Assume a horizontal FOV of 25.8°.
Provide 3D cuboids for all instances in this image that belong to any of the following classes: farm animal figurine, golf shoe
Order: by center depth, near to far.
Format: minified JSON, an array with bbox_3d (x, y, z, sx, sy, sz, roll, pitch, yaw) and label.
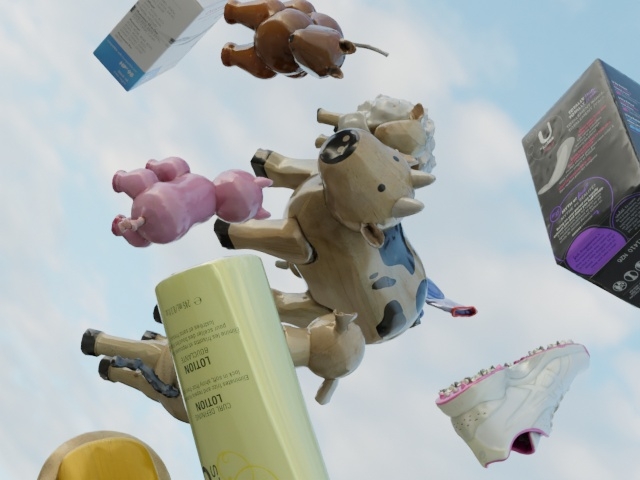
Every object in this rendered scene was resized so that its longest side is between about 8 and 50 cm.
[{"bbox_3d":[0.000,0.000,1.032,0.172,0.330,0.327,13,-15,26],"label":"farm animal figurine"},{"bbox_3d":[0.299,0.238,2.046,0.115,0.306,0.140,-37,-106,48],"label":"golf shoe"}]

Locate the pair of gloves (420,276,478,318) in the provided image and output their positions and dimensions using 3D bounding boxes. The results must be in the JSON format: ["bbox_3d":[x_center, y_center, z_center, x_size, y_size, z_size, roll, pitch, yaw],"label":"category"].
[{"bbox_3d":[0.080,0.050,1.599,0.159,0.198,0.023,28,-75,35],"label":"pair of gloves"}]

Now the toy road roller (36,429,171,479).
[{"bbox_3d":[-0.221,0.338,1.129,0.202,0.241,0.329,115,-38,-57],"label":"toy road roller"}]

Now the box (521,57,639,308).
[{"bbox_3d":[0.379,-0.075,1.787,0.143,0.270,0.165,27,-57,-24],"label":"box"}]

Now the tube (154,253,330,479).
[{"bbox_3d":[-0.027,0.128,0.730,0.070,0.062,0.240,126,-51,-74],"label":"tube"}]

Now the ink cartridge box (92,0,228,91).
[{"bbox_3d":[-0.149,-0.245,1.485,0.060,0.104,0.180,49,-56,-1],"label":"ink cartridge box"}]
